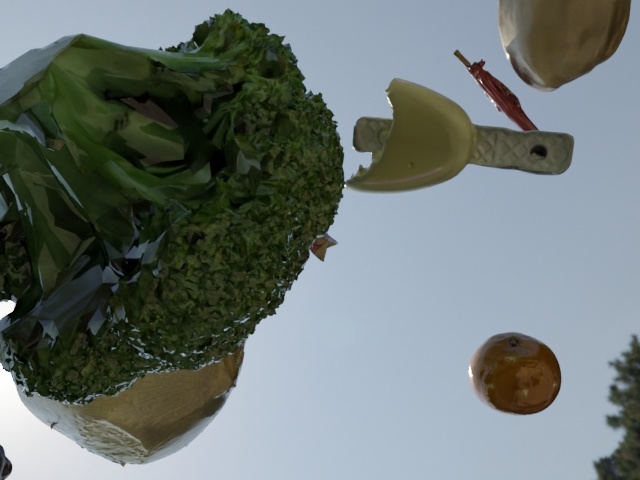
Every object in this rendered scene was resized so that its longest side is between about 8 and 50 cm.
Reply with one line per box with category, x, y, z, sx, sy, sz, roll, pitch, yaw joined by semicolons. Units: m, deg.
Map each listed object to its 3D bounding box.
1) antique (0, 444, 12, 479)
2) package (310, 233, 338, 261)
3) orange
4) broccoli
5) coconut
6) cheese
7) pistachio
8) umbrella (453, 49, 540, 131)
antique;-0.354;0.229;0.529;0.257;0.121;0.144;-40;-53;-48
package;0.000;0.000;1.287;0.059;0.083;0.029;47;-57;-3
orange;0.330;0.224;1.222;0.156;0.156;0.124;-8;-71;-22
broccoli;-0.154;-0.036;0.646;0.321;0.413;0.310;-21;-63;-35
coconut;-0.286;0.181;1.144;0.346;0.360;0.346;-47;-32;-42
cheese;0.143;-0.099;0.756;0.234;0.050;0.127;10;-73;15
pistachio;0.270;-0.272;0.797;0.143;0.144;0.215;7;-91;-27
umbrella;0.214;-0.163;0.837;0.025;0.165;0.027;-32;-11;-46
